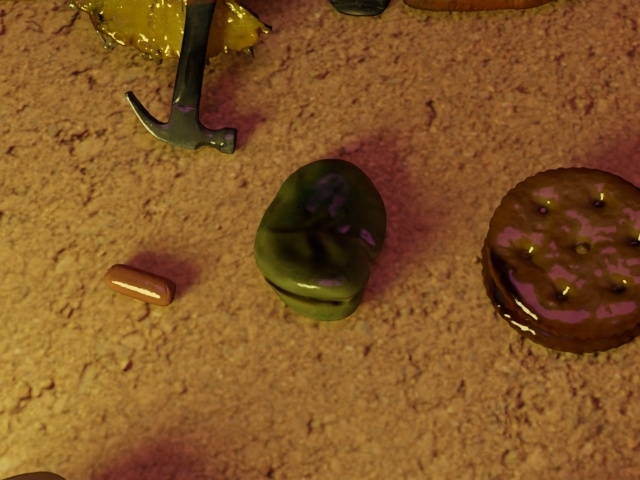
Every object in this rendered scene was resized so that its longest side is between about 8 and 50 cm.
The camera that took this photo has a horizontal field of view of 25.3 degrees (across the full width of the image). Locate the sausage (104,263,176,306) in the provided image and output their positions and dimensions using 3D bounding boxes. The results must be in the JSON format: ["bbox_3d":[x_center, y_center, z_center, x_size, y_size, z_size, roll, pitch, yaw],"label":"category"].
[{"bbox_3d":[-0.203,0.050,1.604,0.083,0.034,0.034,17,61,12],"label":"sausage"}]

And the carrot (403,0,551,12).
[{"bbox_3d":[0.221,-0.318,1.805,0.247,0.059,0.059,-1,60,-3],"label":"carrot"}]

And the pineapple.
[{"bbox_3d":[-0.230,-0.322,1.769,0.334,0.158,0.161,35,105,-13],"label":"pineapple"}]

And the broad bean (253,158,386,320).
[{"bbox_3d":[0.000,-0.002,1.621,0.153,0.072,0.207,0,48,-2],"label":"broad bean"}]

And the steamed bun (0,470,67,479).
[{"bbox_3d":[-0.288,0.353,1.351,0.273,0.166,0.232,-36,64,-18],"label":"steamed bun"}]

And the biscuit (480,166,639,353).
[{"bbox_3d":[0.289,0.021,1.597,0.220,0.066,0.220,-1,60,1],"label":"biscuit"}]

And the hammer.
[{"bbox_3d":[-0.151,-0.253,1.679,0.137,0.037,0.290,8,100,-1],"label":"hammer"}]

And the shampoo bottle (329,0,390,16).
[{"bbox_3d":[0.058,-0.395,1.852,0.087,0.049,0.234,5,60,1],"label":"shampoo bottle"}]
